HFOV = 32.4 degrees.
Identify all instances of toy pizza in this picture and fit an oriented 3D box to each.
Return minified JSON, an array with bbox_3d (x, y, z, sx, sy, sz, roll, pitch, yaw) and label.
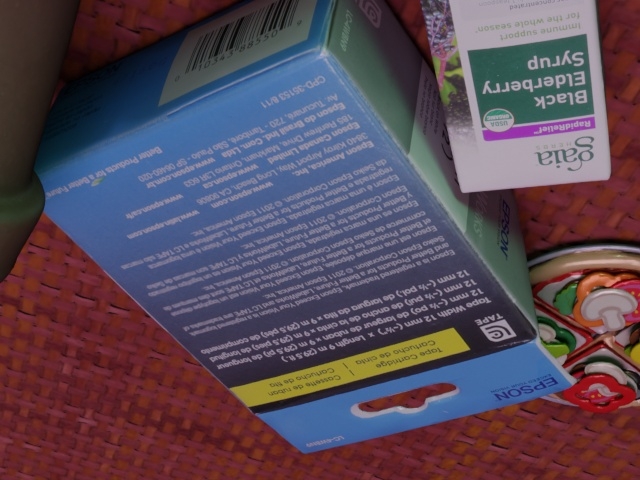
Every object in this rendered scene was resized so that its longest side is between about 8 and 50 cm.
[{"bbox_3d":[0.226,0.080,0.881,0.201,0.032,0.201,6,136,5],"label":"toy pizza"}]

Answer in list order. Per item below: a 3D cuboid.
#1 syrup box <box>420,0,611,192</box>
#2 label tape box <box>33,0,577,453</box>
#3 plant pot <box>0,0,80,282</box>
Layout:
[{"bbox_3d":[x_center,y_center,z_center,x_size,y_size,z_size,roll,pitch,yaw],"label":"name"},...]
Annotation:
[{"bbox_3d":[0.110,-0.144,0.628,0.093,0.096,0.237,-5,133,15],"label":"syrup box"},{"bbox_3d":[0.000,0.000,0.789,0.249,0.115,0.348,-19,131,29],"label":"label tape box"},{"bbox_3d":[-0.241,-0.131,0.604,0.263,0.263,0.229,28,102,-17],"label":"plant pot"}]
